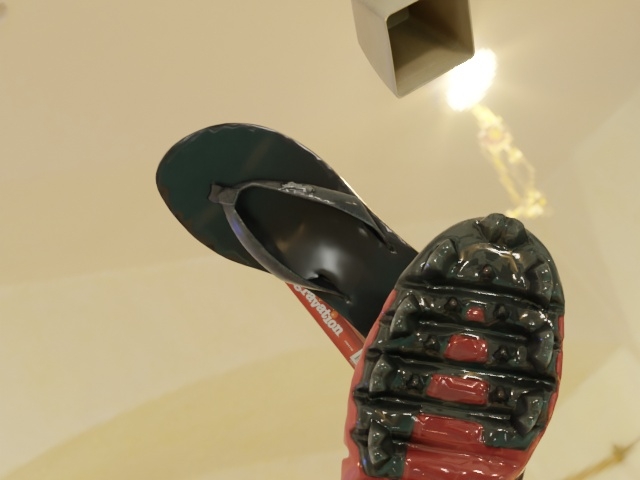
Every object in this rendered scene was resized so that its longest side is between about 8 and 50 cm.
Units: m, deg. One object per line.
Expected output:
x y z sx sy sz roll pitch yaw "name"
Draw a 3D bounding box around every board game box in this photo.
0.018 0.037 1.438 0.027 0.145 0.281 -35 12 12 "board game box"

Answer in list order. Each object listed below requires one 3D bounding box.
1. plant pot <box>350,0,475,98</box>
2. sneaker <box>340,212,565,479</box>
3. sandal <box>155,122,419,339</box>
0.092 -0.239 1.513 0.109 0.096 0.109 -30 -45 -18 "plant pot"
0.057 0.122 0.706 0.135 0.097 0.276 23 -101 -85 "sneaker"
0.001 0.000 0.963 0.097 0.254 0.054 -58 -4 4 "sandal"
